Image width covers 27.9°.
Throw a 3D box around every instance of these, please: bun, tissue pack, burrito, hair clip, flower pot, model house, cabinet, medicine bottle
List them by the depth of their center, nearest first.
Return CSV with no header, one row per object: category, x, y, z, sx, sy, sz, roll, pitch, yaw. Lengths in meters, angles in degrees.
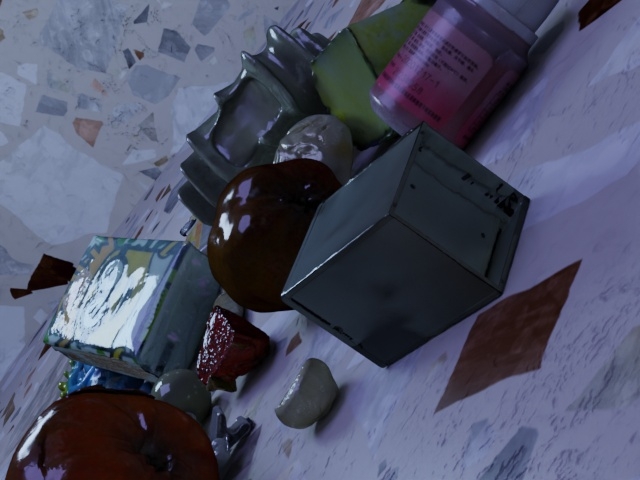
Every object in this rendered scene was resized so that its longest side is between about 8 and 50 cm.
cabinet,0.088,0.004,1.353,0.206,0.145,0.150,-39,22,48
bun,-0.012,0.180,1.475,0.086,0.055,0.086,-56,0,0
medicine bottle,0.180,-0.228,1.590,0.247,0.147,0.147,-52,15,10
hair clip,-0.164,0.320,1.677,0.220,0.054,0.140,-60,21,-3
model house,0.124,-0.255,1.920,0.211,0.170,0.194,-31,-4,-25
bun,-0.022,-0.104,1.926,0.183,0.102,0.183,-172,90,-66
burrito,-0.150,0.117,2.076,0.058,0.045,0.188,-59,15,13
flower pot,-0.083,-0.170,2.121,0.367,0.164,0.254,-53,-22,17
tissue pack,-0.327,0.117,2.254,0.311,0.128,0.228,4,66,47

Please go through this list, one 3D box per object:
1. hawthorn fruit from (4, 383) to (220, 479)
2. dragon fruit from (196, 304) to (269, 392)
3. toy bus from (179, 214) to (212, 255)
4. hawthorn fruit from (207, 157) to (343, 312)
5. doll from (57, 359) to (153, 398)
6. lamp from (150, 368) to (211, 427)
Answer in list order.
hawthorn fruit,-0.254,0.337,1.519,0.276,0.276,0.307,-78,12,-57
dragon fruit,-0.124,0.165,1.836,0.106,0.083,0.162,-67,23,4
toy bus,-0.204,0.002,2.429,0.106,0.092,0.268,-42,17,15
hawthorn fruit,-0.055,0.009,1.759,0.248,0.208,0.208,116,179,-56
doll,-0.344,0.223,2.378,0.346,0.099,0.341,-22,39,37
lamp,-0.195,0.257,1.863,0.091,0.091,0.163,-51,32,17
